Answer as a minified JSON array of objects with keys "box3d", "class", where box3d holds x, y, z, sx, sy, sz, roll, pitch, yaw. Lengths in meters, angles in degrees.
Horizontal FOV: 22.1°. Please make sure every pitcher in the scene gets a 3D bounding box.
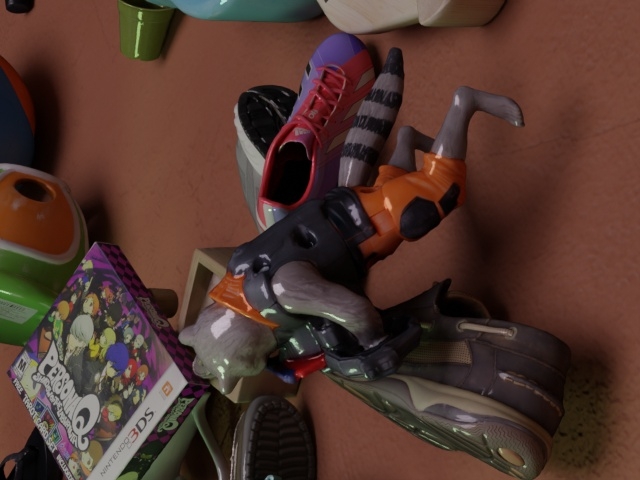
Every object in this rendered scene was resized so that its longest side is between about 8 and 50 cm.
[{"box3d":[-0.173,0.207,1.882,0.178,0.125,0.207,3,88,27],"class":"pitcher"}]

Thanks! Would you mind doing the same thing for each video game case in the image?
[{"box3d":[-0.241,0.154,1.825,0.210,0.042,0.232,-53,53,21],"class":"video game case"}]

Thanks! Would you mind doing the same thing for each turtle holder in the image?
[{"box3d":[-0.415,0.039,2.205,0.320,0.243,0.227,76,-156,-68],"class":"turtle holder"}]

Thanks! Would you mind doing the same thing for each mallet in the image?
[{"box3d":[-0.415,-0.388,2.434,0.190,0.039,0.062,-12,72,51],"class":"mallet"}]

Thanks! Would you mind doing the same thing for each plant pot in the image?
[{"box3d":[-0.225,-0.273,2.091,0.083,0.083,0.079,48,135,49],"class":"plant pot"}]

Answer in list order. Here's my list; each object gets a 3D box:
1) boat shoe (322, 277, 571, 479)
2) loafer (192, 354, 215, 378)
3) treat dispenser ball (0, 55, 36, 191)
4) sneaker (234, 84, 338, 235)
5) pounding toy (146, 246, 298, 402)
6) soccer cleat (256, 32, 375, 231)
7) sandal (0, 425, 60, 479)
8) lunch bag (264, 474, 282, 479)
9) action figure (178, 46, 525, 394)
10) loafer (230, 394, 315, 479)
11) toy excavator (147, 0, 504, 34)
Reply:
[{"box3d":[0.115,0.112,1.472,0.130,0.132,0.355,-58,28,-9],"class":"boat shoe"},{"box3d":[-0.102,0.108,1.687,0.125,0.039,0.045,-37,65,44],"class":"loafer"},{"box3d":[-0.553,-0.157,2.362,0.288,0.288,0.288,-17,70,54],"class":"treat dispenser ball"},{"box3d":[-0.026,-0.032,1.733,0.108,0.100,0.271,107,151,-55],"class":"sneaker"},{"box3d":[-0.106,0.098,1.798,0.206,0.094,0.181,32,116,45],"class":"pounding toy"},{"box3d":[-0.004,-0.111,1.644,0.083,0.095,0.248,13,68,16],"class":"soccer cleat"},{"box3d":[-0.423,0.350,2.270,0.254,0.054,0.097,-58,41,33],"class":"sandal"},{"box3d":[-0.075,0.352,1.587,0.279,0.108,0.224,-16,70,12],"class":"lunch bag"},{"box3d":[0.000,0.000,1.478,0.330,0.178,0.341,-46,17,-17],"class":"action figure"},{"box3d":[-0.066,0.287,1.708,0.087,0.094,0.251,-11,75,51],"class":"loafer"},{"box3d":[-0.023,-0.317,1.711,0.433,0.222,0.445,-44,62,42],"class":"toy excavator"}]
